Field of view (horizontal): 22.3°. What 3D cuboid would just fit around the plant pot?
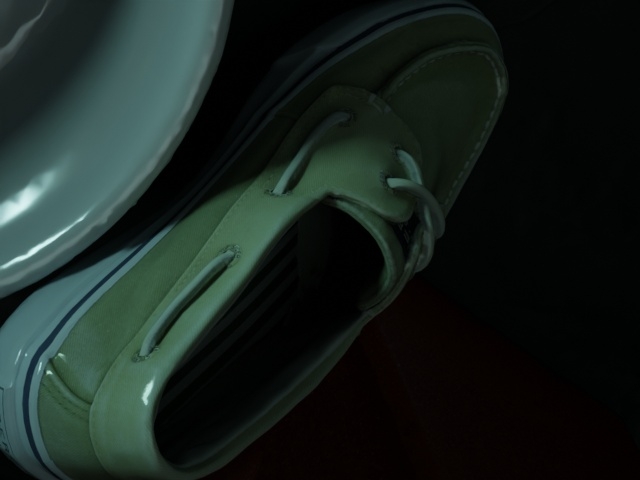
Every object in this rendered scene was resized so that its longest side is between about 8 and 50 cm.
[{"bbox_3d":[0.031,0.192,0.768,0.267,0.236,0.267,34,102,-32],"label":"plant pot"}]

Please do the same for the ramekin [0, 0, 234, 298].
[{"bbox_3d":[-0.179,-0.115,0.579,0.277,0.135,0.277,-8,120,-14],"label":"ramekin"}]

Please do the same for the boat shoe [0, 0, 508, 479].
[{"bbox_3d":[0.000,0.000,0.653,0.302,0.094,0.109,-45,129,-34],"label":"boat shoe"}]
